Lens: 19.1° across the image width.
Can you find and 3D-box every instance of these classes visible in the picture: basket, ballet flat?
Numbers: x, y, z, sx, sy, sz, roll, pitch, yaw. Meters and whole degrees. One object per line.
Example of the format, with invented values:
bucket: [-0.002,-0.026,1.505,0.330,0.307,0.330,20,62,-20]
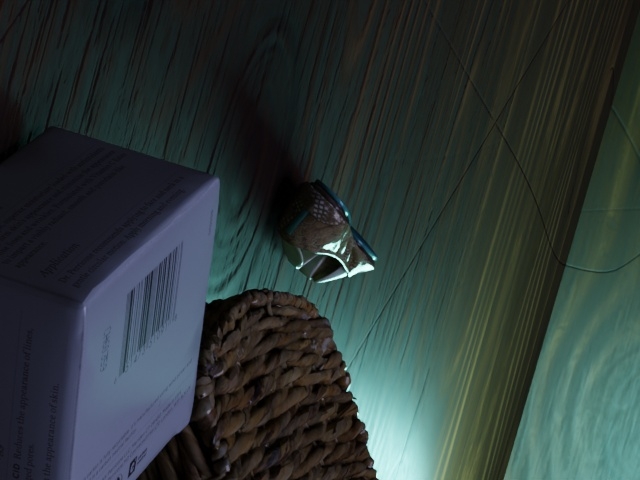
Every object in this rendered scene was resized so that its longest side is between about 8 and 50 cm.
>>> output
basket: [-0.113,0.163,1.396,0.213,0.223,0.299,72,20,-3]
ballet flat: [0.000,0.000,1.703,0.067,0.073,0.206,-44,159,-2]

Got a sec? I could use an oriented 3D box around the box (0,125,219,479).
box: [-0.154,0.058,1.089,0.181,0.119,0.182,-48,152,-57]
